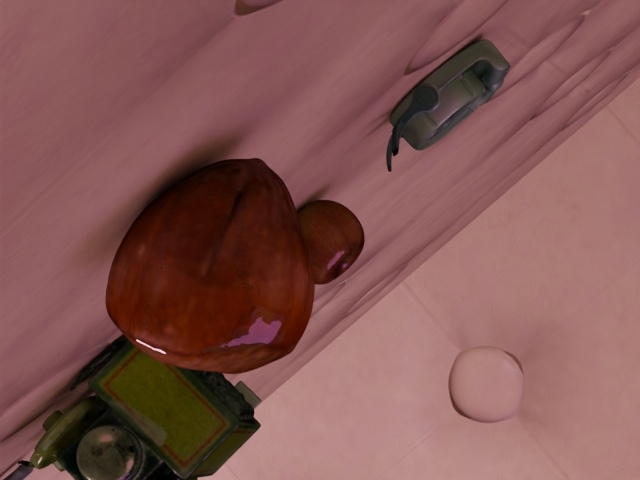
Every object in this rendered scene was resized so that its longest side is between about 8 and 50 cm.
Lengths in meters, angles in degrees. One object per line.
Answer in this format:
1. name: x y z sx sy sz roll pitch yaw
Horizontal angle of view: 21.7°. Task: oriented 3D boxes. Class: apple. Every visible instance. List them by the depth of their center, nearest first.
1. apple: 0.000 0.000 1.576 0.084 0.071 0.084 -43 167 -12

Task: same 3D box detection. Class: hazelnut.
1. hazelnut: -0.073 0.017 1.120 0.150 0.150 0.150 -39 173 -6

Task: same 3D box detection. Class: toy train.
1. toy train: -0.158 0.183 1.557 0.188 0.159 0.272 -46 173 -4

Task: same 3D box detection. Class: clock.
1. clock: 0.104 -0.118 1.486 0.135 0.041 0.101 -38 173 -13

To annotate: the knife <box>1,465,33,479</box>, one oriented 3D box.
1. knife: -0.370 0.287 1.651 0.210 0.015 0.028 -38 178 -1
